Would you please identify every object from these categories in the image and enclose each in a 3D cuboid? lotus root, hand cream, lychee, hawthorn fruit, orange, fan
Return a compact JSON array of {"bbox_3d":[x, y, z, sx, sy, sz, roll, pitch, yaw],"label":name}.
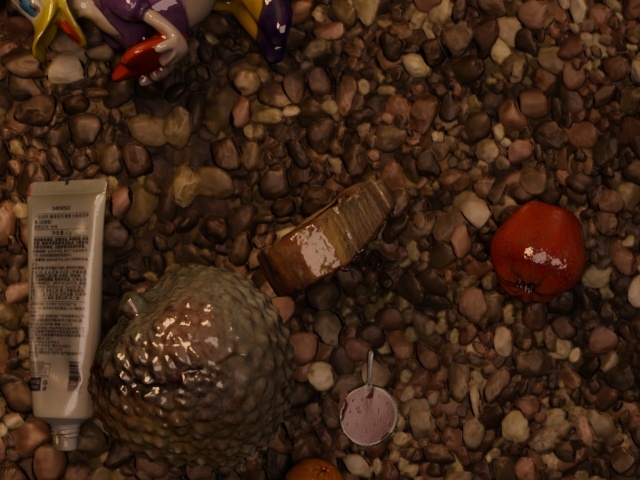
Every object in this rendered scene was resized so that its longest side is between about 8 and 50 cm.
[{"bbox_3d":[0.000,0.000,1.444,0.170,0.261,0.074,-32,95,19],"label":"lotus root"},{"bbox_3d":[-0.319,0.094,1.405,0.124,0.078,0.341,-1,86,25],"label":"hand cream"},{"bbox_3d":[-0.151,0.160,1.358,0.255,0.255,0.274,-39,112,-13],"label":"lychee"},{"bbox_3d":[0.301,0.013,1.547,0.133,0.133,0.138,30,65,-11],"label":"hawthorn fruit"},{"bbox_3d":[-0.007,0.327,1.473,0.083,0.083,0.070,24,126,-12],"label":"orange"},{"bbox_3d":[0.067,0.217,1.535,0.085,0.005,0.133,1,88,-14],"label":"fan"}]

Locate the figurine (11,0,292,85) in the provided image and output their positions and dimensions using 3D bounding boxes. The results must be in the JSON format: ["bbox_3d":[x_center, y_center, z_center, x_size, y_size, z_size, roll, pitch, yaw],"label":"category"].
[{"bbox_3d":[-0.235,-0.302,1.407,0.420,0.154,0.193,-10,85,-16],"label":"figurine"}]
